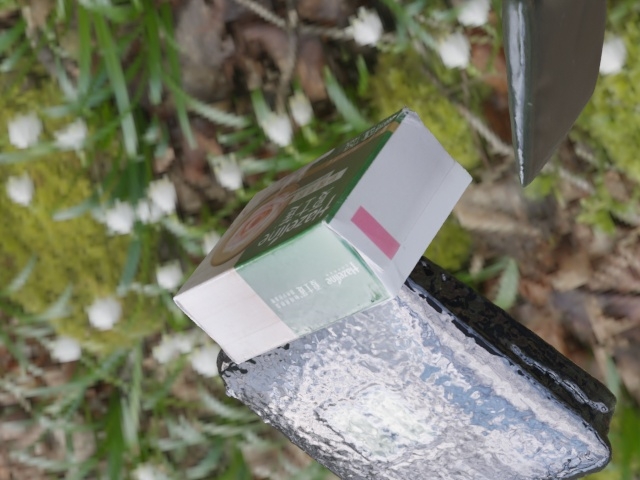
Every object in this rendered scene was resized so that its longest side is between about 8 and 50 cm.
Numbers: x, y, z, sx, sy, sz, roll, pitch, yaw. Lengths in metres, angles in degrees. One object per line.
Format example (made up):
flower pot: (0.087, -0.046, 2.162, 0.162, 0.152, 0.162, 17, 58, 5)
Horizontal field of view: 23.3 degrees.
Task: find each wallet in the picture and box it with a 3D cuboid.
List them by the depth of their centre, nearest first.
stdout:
wallet: (0.183, -0.155, 1.240, 0.052, 0.245, 0.168, 6, 114, 21)

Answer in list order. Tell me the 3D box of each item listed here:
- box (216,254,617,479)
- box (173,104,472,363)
box: (0.095, 0.156, 1.634, 0.359, 0.091, 0.350, 36, 141, -11)
box: (0.000, 0.000, 1.137, 0.081, 0.135, 0.199, 46, 140, -12)
